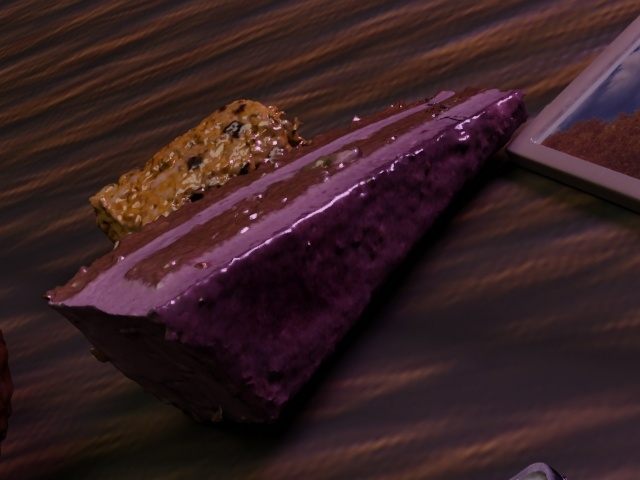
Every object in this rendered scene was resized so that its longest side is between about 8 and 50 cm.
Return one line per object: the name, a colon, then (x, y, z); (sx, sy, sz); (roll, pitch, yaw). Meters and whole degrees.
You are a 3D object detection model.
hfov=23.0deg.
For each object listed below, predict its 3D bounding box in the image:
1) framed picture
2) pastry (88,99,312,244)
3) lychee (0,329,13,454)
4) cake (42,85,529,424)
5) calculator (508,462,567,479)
framed picture: (0.243, -0.106, 0.867); (0.250, 0.016, 0.184); (-43, 36, -13)
pastry: (-0.077, -0.039, 1.005); (0.140, 0.056, 0.080); (-37, 46, -9)
lychee: (-0.305, 0.083, 0.863); (0.267, 0.267, 0.267); (-21, 36, 17)
cake: (0.000, 0.000, 0.880); (0.295, 0.113, 0.116); (-38, 26, -29)
calculator: (0.055, 0.209, 0.590); (0.161, 0.021, 0.262); (-40, 29, 18)
